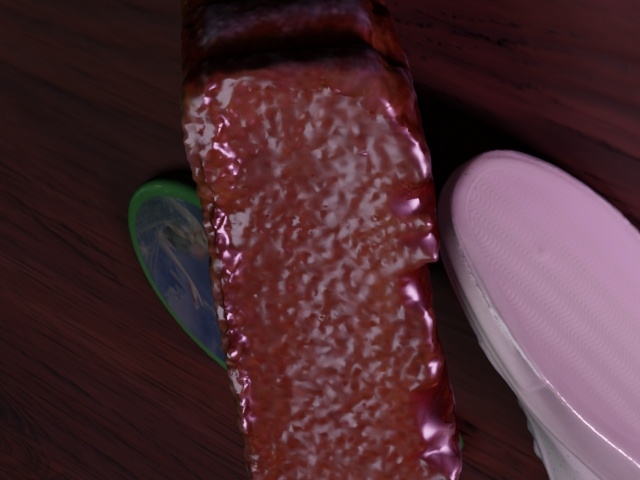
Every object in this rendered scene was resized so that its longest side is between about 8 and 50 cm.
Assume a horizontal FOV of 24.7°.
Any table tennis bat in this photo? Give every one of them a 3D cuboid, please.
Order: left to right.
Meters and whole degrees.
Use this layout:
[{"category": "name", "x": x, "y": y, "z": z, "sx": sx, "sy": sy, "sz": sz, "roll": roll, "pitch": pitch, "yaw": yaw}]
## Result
[{"category": "table tennis bat", "x": -0.022, "y": 0.057, "z": 0.868, "sx": 0.257, "sy": 0.039, "sz": 0.160, "roll": 37, "pitch": 148, "yaw": 18}]

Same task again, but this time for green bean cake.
[{"category": "green bean cake", "x": 0.000, "y": 0.000, "z": 0.647, "sx": 0.097, "sy": 0.198, "sz": 0.233, "roll": -8, "pitch": 131, "yaw": -1}]

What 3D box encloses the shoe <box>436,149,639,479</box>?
[{"category": "shoe", "x": 0.127, "y": 0.080, "z": 0.675, "sx": 0.265, "sy": 0.095, "sz": 0.110, "roll": 49, "pitch": 150, "yaw": -7}]
